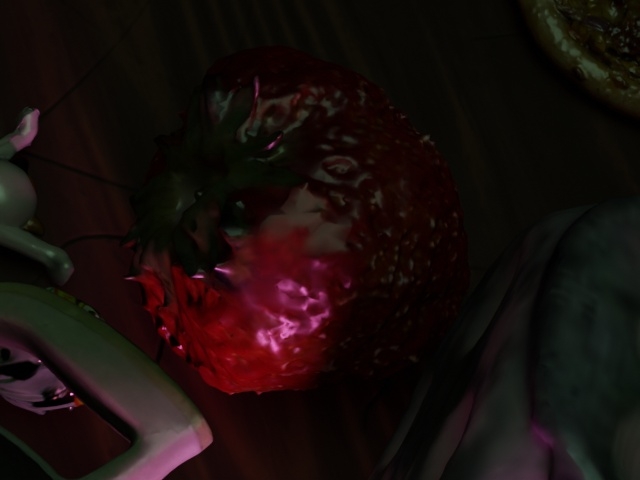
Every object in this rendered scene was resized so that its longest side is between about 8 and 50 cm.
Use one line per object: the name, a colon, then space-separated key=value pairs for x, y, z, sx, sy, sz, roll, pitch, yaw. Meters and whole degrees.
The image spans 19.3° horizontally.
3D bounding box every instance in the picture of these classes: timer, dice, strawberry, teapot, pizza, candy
timer: x=-0.313 y=-0.029 z=1.370 sx=0.266 sy=0.175 sz=0.175 roll=-1 pitch=61 yaw=-35
dice: x=0.212 y=0.195 z=1.231 sx=0.330 sy=0.348 sz=0.328 roll=26 pitch=44 yaw=-2
strawberry: x=0.000 y=0.000 z=1.391 sx=0.277 sy=0.257 sz=0.257 roll=19 pitch=56 yaw=-31
teapot: x=-0.268 y=0.159 z=1.191 sx=0.321 sy=0.239 sz=0.239 roll=-48 pitch=62 yaw=7
pizza: x=0.271 y=-0.170 z=1.652 sx=0.246 sy=0.058 sz=0.127 roll=43 pitch=59 yaw=7
candy: x=-0.299 y=0.100 z=1.339 sx=0.305 sy=0.091 sz=0.083 roll=-11 pitch=32 yaw=-9
